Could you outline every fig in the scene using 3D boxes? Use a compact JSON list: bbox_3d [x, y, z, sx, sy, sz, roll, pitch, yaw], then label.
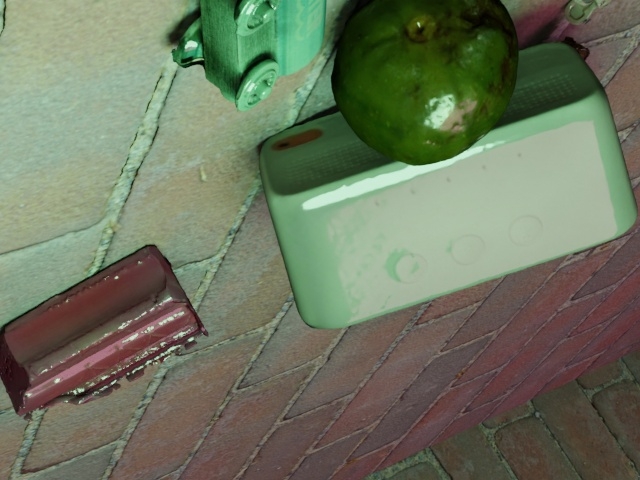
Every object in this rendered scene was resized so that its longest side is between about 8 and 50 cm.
[{"bbox_3d":[0.109,-0.172,1.362,0.195,0.195,0.245,-33,175,3],"label":"fig"}]

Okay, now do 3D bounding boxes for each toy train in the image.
[{"bbox_3d":[-0.049,-0.217,1.163,0.159,0.101,0.248,-42,165,-19],"label":"toy train"}]

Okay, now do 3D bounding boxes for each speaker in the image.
[{"bbox_3d":[0.138,-0.066,1.497,0.406,0.183,0.184,-18,126,1],"label":"speaker"}]

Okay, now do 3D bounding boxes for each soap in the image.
[{"bbox_3d":[-0.273,0.120,1.603,0.250,0.099,0.162,-29,160,-8],"label":"soap"}]

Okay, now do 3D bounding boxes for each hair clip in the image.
[{"bbox_3d":[0.392,-0.327,1.611,0.226,0.034,0.072,-28,163,-14],"label":"hair clip"}]

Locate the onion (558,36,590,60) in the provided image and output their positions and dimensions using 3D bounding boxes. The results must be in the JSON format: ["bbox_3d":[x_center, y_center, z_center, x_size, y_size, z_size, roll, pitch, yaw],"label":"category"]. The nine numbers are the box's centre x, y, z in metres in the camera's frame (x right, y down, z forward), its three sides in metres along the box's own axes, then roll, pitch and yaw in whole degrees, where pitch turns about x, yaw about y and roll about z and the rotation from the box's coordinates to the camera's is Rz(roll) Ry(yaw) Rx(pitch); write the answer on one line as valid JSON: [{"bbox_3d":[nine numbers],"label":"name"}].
[{"bbox_3d":[0.282,-0.169,1.689,0.195,0.140,0.218,-24,135,-33],"label":"onion"}]
